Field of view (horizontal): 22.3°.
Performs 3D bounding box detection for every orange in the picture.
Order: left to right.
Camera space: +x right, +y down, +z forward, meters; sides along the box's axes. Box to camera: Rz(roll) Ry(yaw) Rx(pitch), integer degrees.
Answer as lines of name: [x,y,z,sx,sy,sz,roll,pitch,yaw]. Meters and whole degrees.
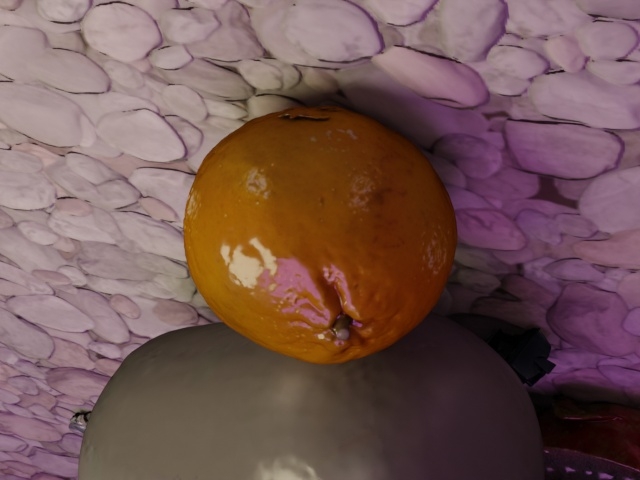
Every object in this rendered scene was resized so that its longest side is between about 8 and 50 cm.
orange: [-0.002,-0.002,1.296,0.219,0.193,0.219,9,132,11]

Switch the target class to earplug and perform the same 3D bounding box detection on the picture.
earplug: [0.011,0.216,1.486,0.313,0.312,0.394,36,151,-31]

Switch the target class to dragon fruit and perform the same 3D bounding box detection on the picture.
dragon fruit: [0.302,0.257,1.646,0.295,0.130,0.268,17,145,-1]

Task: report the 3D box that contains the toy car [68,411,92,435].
toy car: [-0.260,0.234,1.976,0.093,0.025,0.041,22,151,-9]

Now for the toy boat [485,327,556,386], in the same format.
toy boat: [0.166,0.128,1.556,0.060,0.055,0.141,43,148,0]
